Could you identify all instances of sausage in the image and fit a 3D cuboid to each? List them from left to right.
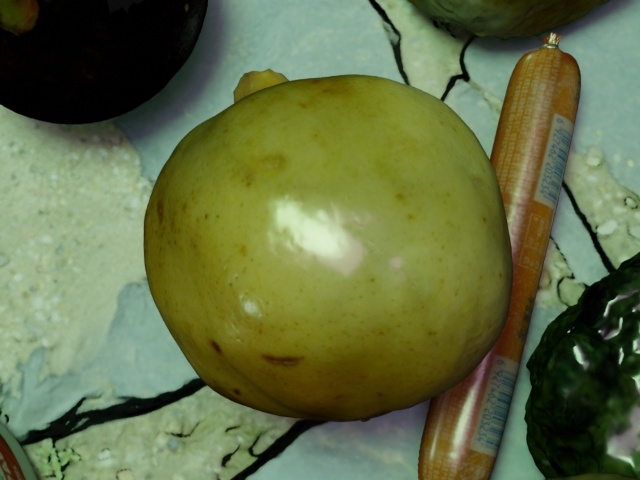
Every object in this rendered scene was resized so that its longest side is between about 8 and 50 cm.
[{"bbox_3d":[0.126,0.017,0.631,0.053,0.053,0.348,14,80,8],"label":"sausage"}]

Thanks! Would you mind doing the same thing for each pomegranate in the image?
[{"bbox_3d":[0.003,0.007,0.563,0.233,0.233,0.233,-1,77,4],"label":"pomegranate"}]

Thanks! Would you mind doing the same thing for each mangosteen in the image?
[{"bbox_3d":[-0.178,-0.183,0.610,0.194,0.230,0.194,-5,72,15],"label":"mangosteen"}]

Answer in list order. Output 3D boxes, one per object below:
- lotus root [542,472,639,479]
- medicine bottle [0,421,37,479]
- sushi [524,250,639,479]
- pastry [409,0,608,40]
[{"bbox_3d":[0.176,0.302,0.416,0.374,0.111,0.391,-20,86,30],"label":"lotus root"},{"bbox_3d":[-0.314,0.199,0.532,0.252,0.241,0.253,-1,78,5],"label":"medicine bottle"},{"bbox_3d":[0.309,0.130,0.529,0.294,0.178,0.352,-40,79,-6],"label":"sushi"},{"bbox_3d":[0.140,-0.236,0.665,0.192,0.093,0.182,-34,76,-11],"label":"pastry"}]
